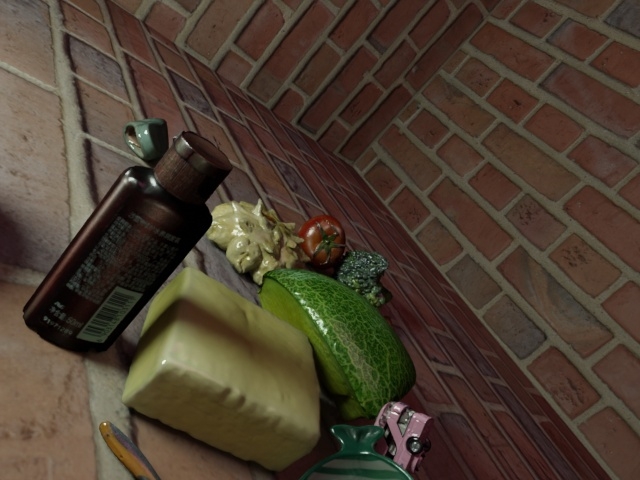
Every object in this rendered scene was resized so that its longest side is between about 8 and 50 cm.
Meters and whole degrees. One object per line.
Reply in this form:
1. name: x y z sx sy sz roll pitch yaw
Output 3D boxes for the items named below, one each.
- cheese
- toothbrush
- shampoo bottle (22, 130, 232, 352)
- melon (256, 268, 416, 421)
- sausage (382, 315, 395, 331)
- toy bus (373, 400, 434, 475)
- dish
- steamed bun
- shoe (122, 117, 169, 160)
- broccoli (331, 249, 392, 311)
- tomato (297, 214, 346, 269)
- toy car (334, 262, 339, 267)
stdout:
1. cheese: -0.138 0.190 0.745 0.266 0.124 0.242 36 15 -23
2. toothbrush: -0.149 0.329 0.546 0.321 0.023 0.031 46 10 7
3. shampoo bottle: -0.238 0.005 0.612 0.129 0.323 0.084 33 19 -28
4. melon: 0.018 0.186 0.978 0.343 0.226 0.331 58 22 10
5. sausage: 0.210 0.277 1.465 0.030 0.035 0.147 5 25 -9
6. toy bus: 0.103 0.354 0.747 0.090 0.203 0.063 22 -8 32
7. dish: 0.051 0.386 0.663 0.246 0.225 0.078 -83 170 -50
8. steamed bun: -0.132 -0.003 1.208 0.295 0.137 0.292 44 14 12
9. shoe: -0.441 -0.254 1.213 0.100 0.103 0.251 -6 15 -9
10. broccoli: 0.170 0.149 1.514 0.275 0.177 0.198 48 6 -33
11. tomato: 0.000 0.000 1.480 0.167 0.167 0.167 38 17 -14
12. toy car: 0.054 0.078 1.605 0.093 0.025 0.041 46 18 20
